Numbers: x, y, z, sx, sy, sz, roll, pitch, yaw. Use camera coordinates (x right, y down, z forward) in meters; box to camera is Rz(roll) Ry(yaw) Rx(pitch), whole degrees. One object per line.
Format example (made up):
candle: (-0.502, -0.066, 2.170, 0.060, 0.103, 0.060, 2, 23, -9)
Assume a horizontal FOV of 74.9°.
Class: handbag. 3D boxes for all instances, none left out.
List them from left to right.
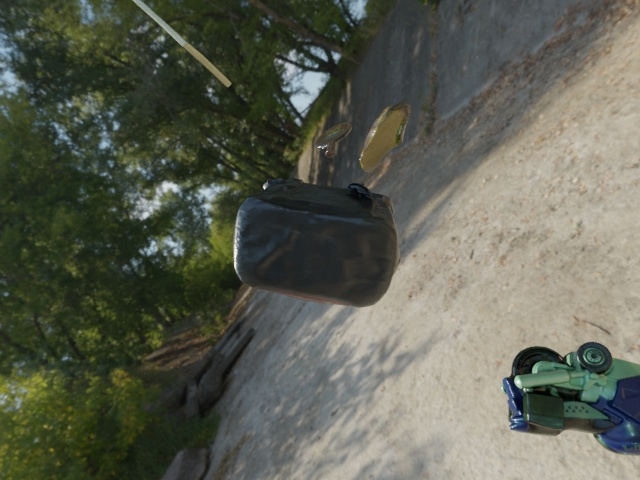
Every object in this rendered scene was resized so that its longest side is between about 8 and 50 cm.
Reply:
handbag: (0.000, 0.000, 0.668, 0.181, 0.253, 0.182, -64, -19, -70)

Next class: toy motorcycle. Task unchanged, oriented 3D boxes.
toy motorcycle: (0.470, 0.274, 0.668, 0.125, 0.330, 0.197, 70, -154, -63)

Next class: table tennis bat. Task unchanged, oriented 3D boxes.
table tennis bat: (0.054, -0.215, 1.066, 0.107, 0.119, 0.170, -23, 30, 21)

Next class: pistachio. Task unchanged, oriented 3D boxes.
pistachio: (0.140, -0.232, 0.925, 0.173, 0.089, 0.049, -58, 42, 33)

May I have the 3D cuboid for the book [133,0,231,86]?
book: (-0.395, -0.558, 1.142, 0.021, 0.310, 0.217, -48, -17, 7)
